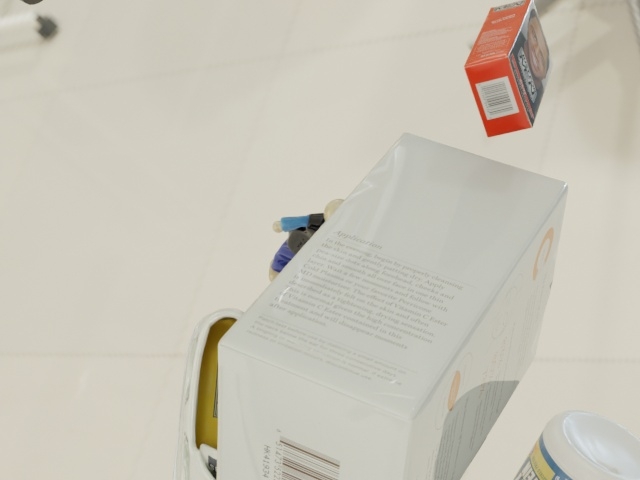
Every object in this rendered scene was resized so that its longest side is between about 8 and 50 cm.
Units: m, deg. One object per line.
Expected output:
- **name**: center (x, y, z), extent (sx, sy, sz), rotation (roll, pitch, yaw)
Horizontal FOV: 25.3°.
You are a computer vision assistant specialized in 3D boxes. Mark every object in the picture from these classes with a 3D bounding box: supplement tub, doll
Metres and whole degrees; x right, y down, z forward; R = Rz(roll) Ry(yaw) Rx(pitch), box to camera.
- **supplement tub**: center (0.286, 0.312, 1.648), extent (0.199, 0.144, 0.144), rotation (-65, 36, 25)
- **doll**: center (0.000, 0.000, 1.741), extent (0.189, 0.129, 0.046), rotation (124, 149, -57)

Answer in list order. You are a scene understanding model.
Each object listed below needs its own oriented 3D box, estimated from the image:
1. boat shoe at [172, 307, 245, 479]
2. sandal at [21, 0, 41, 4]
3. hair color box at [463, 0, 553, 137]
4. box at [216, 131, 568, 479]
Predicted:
- **boat shoe**: center (-0.095, 0.251, 1.538), extent (0.136, 0.156, 0.367), rotation (3, 80, -2)
- **sandal**: center (-0.271, -0.289, 1.237), extent (0.054, 0.254, 0.097), rotation (29, 82, 20)
- **hair color box**: center (0.168, -0.155, 1.260), extent (0.043, 0.072, 0.141), rotation (-12, 26, 23)
- **box**: center (0.066, 0.095, 1.231), extent (0.168, 0.215, 0.345), rotation (20, 40, 20)
